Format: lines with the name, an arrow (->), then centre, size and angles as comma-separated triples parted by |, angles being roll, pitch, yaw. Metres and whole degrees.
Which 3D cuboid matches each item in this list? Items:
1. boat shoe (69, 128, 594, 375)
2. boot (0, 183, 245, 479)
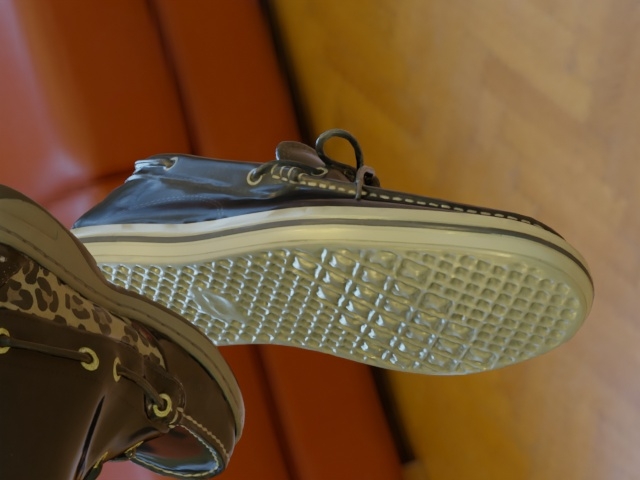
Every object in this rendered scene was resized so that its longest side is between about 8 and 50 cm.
boat shoe -> 0.000, 0.000, 1.610 | 0.500, 0.156, 0.187 | 1, 141, 39
boot -> -0.113, 0.101, 0.803 | 0.085, 0.236, 0.179 | -7, 60, 24
